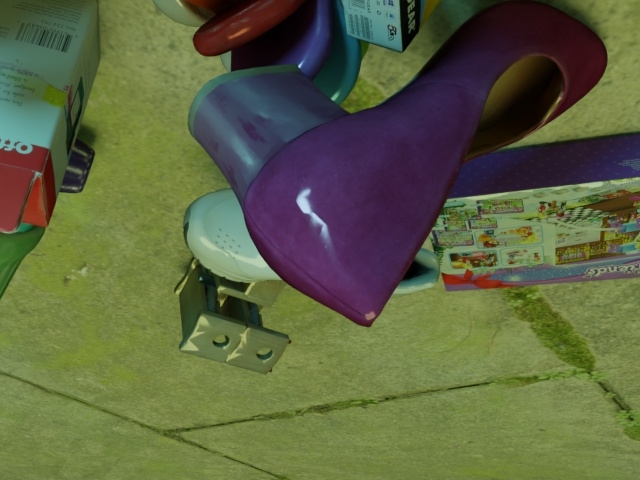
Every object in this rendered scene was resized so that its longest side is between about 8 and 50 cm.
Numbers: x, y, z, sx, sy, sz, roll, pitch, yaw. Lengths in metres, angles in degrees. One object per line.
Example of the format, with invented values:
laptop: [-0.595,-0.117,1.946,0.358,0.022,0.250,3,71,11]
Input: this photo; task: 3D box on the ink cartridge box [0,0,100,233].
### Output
ink cartridge box: [-0.262,-0.097,0.540,0.134,0.231,0.078,11,148,-10]

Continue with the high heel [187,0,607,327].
high heel: [0.111,-0.058,0.477,0.377,0.181,0.127,-20,145,-28]

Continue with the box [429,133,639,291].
box: [0.265,-0.024,0.760,0.293,0.057,0.201,-6,147,16]

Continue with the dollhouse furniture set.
dollhouse furniture set: [-0.087,0.052,0.904,0.128,0.129,0.184,21,115,-27]

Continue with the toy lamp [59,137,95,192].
toy lamp: [-0.361,-0.111,0.678,0.274,0.080,0.080,17,146,-20]

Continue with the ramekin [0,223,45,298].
ramekin: [-0.429,-0.004,0.640,0.303,0.148,0.303,25,-175,-2]

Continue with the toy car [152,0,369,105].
toy car: [-0.032,-0.162,0.496,0.159,0.136,0.182,-17,142,31]

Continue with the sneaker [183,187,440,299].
sneaker: [0.000,0.000,0.759,0.297,0.111,0.129,11,170,-27]

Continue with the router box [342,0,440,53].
router box: [0.055,-0.219,0.394,0.046,0.133,0.179,25,156,22]
